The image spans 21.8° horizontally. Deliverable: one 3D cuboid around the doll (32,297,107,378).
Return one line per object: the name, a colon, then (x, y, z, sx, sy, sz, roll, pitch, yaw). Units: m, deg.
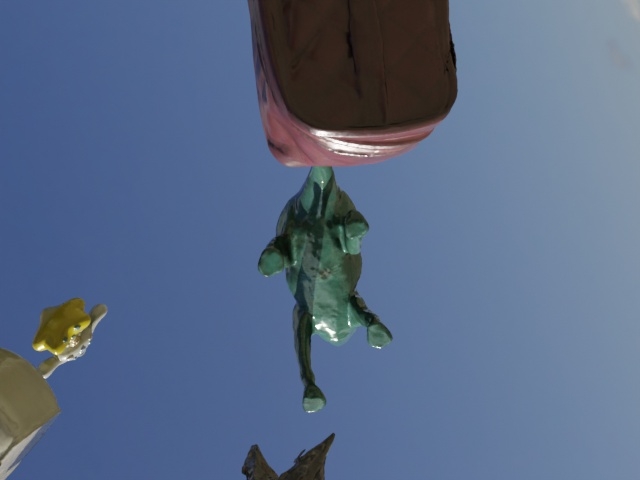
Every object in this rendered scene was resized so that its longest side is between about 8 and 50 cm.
doll: (-0.372, 0.142, 2.409, 0.071, 0.135, 0.113, 35, -172, 26)

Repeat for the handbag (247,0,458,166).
handbag: (0.018, -0.169, 1.268, 0.135, 0.146, 0.225, 133, 132, -77)

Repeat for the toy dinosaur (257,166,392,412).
toy dinosaur: (0.000, 0.000, 1.870, 0.331, 0.129, 0.384, -95, -3, -68)

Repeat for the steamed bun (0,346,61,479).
steamed bun: (-0.447, 0.235, 2.000, 0.164, 0.242, 0.146, 44, -156, 1)

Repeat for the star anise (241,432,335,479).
star anise: (-0.040, 0.266, 1.542, 0.061, 0.204, 0.181, 24, -113, -51)
